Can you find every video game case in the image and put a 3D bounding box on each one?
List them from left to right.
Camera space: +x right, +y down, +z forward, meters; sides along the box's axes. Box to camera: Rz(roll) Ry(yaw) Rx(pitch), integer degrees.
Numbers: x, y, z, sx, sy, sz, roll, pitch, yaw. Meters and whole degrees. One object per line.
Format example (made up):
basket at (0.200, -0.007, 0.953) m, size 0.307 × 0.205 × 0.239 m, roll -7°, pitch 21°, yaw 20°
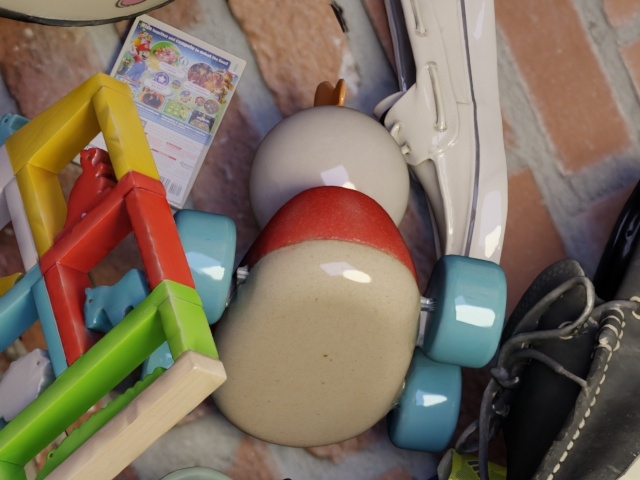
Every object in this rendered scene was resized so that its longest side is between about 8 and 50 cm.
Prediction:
video game case at (-0.116, -0.093, 1.393) m, size 0.087 × 0.011 × 0.122 m, roll 24°, pitch 77°, yaw -6°

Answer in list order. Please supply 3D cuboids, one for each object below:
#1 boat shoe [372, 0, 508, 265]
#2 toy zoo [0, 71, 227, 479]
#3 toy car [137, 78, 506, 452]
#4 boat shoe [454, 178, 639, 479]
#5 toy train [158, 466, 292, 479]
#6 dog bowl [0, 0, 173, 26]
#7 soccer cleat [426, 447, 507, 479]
boat shoe at (0.082, -0.087, 1.391) m, size 0.088 × 0.096 × 0.267 m, roll 0°, pitch 79°, yaw -8°
toy zoo at (-0.170, 0.025, 1.244) m, size 0.030 × 0.192 × 0.293 m, roll 23°, pitch 36°, yaw -44°
toy car at (0.000, 0.000, 1.338) m, size 0.219 × 0.210 × 0.238 m, roll 9°, pitch 51°, yaw -7°
boat shoe at (0.178, 0.108, 1.274) m, size 0.156 × 0.187 × 0.500 m, roll 36°, pitch 46°, yaw 8°
toy train at (-0.134, 0.279, 1.244) m, size 0.334 × 0.142 × 0.190 m, roll -23°, pitch 73°, yaw -14°
dog bowl at (-0.162, -0.355, 1.277) m, size 0.408 × 0.150 × 0.408 m, roll 9°, pitch 75°, yaw -36°
soccer cleat at (0.137, 0.199, 1.353) m, size 0.289 × 0.093 × 0.121 m, roll -9°, pitch 84°, yaw -12°
